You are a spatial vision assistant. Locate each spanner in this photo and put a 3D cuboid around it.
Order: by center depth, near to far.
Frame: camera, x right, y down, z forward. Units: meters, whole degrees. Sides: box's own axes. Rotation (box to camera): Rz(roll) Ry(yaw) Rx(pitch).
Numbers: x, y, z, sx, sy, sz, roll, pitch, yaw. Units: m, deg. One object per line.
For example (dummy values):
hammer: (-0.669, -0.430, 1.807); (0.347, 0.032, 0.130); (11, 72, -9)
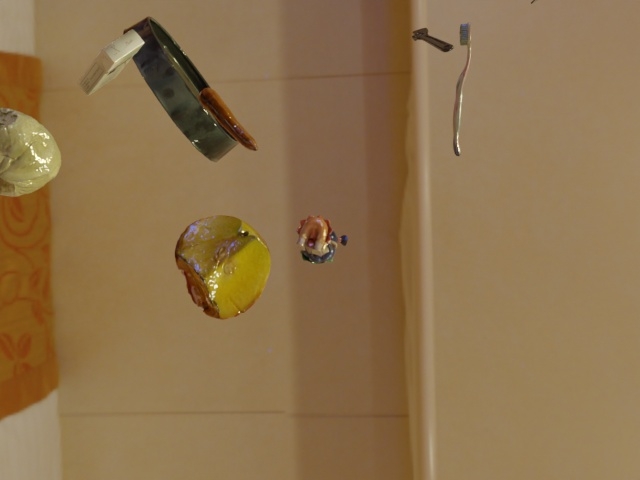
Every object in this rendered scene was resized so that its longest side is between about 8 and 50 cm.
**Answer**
spanner: (0.251, -0.453, 1.702); (0.208, 0.046, 0.012); (-122, -172, -61)

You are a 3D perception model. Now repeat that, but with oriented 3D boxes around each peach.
peach: (-0.141, 0.040, 1.135); (0.118, 0.151, 0.151); (94, -3, -70)

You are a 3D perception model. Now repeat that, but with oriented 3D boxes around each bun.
bun: (-0.687, -0.178, 1.639); (0.220, 0.221, 0.134); (82, 12, -48)

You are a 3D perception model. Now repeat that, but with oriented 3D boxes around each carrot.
carrot: (-0.175, -0.226, 1.431); (0.190, 0.037, 0.037); (51, -14, 28)

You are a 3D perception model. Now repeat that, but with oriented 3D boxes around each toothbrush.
toothbrush: (0.289, -0.307, 1.547); (0.021, 0.027, 0.269); (-32, 126, -72)

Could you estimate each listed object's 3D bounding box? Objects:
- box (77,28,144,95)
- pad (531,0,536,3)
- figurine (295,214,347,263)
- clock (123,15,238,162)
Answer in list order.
box: (-0.408, -0.344, 1.463); (0.040, 0.154, 0.084); (53, 53, -11)
pad: (0.490, -0.508, 1.375); (0.004, 0.164, 0.243); (53, 47, 2)
figurine: (0.000, 0.000, 1.826); (0.195, 0.112, 0.102); (79, 31, -75)
clock: (-0.332, -0.368, 1.837); (0.386, 0.076, 0.386); (56, 5, -8)
